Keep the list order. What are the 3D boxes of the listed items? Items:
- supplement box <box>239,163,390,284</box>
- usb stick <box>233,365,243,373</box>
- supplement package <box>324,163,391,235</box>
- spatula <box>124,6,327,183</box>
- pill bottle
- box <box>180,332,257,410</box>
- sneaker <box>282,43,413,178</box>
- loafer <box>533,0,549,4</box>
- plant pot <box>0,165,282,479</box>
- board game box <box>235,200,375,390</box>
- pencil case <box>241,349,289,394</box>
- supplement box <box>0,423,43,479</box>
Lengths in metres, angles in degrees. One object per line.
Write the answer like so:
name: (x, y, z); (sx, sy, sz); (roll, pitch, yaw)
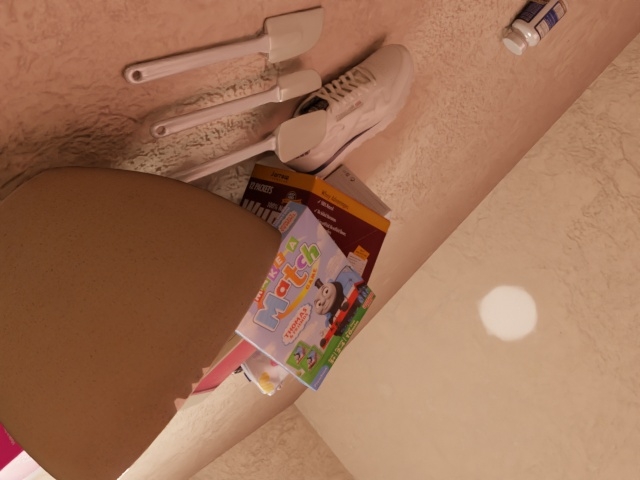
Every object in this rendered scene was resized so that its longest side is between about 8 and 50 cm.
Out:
supplement box: (-0.026, 0.019, 0.696); (0.191, 0.129, 0.194); (24, 86, -48)
usb stick: (-0.198, 0.302, 1.211); (0.077, 0.045, 0.278); (-5, 173, 5)
supplement package: (0.000, 0.000, 0.905); (0.244, 0.134, 0.139); (-40, 162, -10)
spatula: (-0.082, -0.145, 0.515); (0.242, 0.019, 0.168); (-31, 141, -32)
pill bottle: (0.432, -0.439, 0.952); (0.120, 0.067, 0.067); (-47, 162, 12)
box: (-0.197, 0.158, 0.814); (0.232, 0.149, 0.127); (-44, 163, 3)
sneaker: (0.035, -0.186, 0.653); (0.235, 0.090, 0.095); (-47, 150, 4)
loafer: (0.350, -0.443, 0.804); (0.148, 0.050, 0.056); (-2, 135, -41)
plant pot: (-0.197, 0.044, 0.428); (0.284, 0.191, 0.284); (-47, -167, 15)
board game box: (-0.022, 0.079, 0.596); (0.160, 0.039, 0.211); (-55, 135, -16)
pencil case: (-0.048, 0.186, 0.966); (0.273, 0.124, 0.113); (-40, 159, -16)
supplement box: (-0.438, 0.276, 0.627); (0.220, 0.114, 0.111); (-40, 163, -4)
